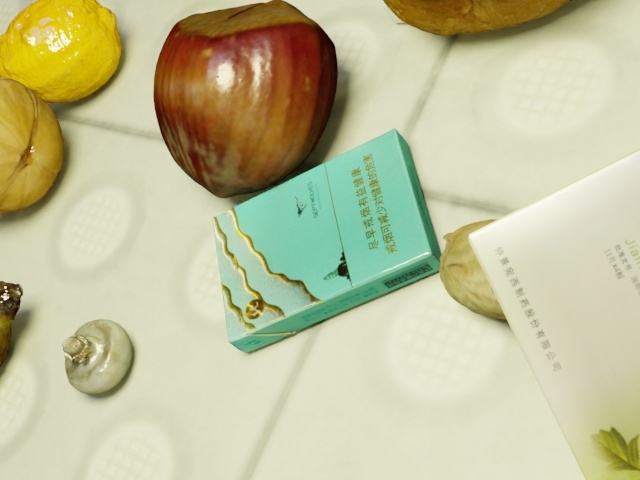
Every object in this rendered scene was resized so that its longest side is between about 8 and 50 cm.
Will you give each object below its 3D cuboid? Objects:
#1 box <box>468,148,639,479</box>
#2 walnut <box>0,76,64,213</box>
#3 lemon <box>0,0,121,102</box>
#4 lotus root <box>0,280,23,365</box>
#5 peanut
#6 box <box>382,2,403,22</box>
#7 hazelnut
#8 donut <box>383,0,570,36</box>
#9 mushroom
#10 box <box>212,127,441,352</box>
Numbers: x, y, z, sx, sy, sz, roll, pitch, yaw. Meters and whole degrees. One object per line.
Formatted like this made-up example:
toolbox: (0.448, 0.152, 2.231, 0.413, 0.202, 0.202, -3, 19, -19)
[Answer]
box: (0.244, 0.073, 0.662, 0.175, 0.062, 0.260, -27, 78, 17)
walnut: (-0.445, -0.127, 1.192, 0.226, 0.193, 0.193, 17, 74, 29)
lemon: (-0.355, -0.256, 1.240, 0.187, 0.142, 0.142, -24, 53, 5)
lotus root: (-0.460, 0.131, 1.101, 0.260, 0.128, 0.145, -34, 42, 11)
peanut: (0.195, 0.027, 0.773, 0.214, 0.099, 0.099, 6, 68, 29)
box: (0.138, -0.315, 1.027, 0.084, 0.040, 0.154, 11, 71, 35)
hazelnut: (-0.083, -0.155, 1.007, 0.212, 0.180, 0.181, 13, 41, 37)
donut: (0.178, -0.353, 0.918, 0.317, 0.150, 0.299, 0, 68, 17)
mushroom: (-0.253, 0.123, 1.003, 0.085, 0.079, 0.085, -16, 58, 28)
box: (0.000, 0.000, 0.936, 0.229, 0.041, 0.162, -25, 53, 18)
